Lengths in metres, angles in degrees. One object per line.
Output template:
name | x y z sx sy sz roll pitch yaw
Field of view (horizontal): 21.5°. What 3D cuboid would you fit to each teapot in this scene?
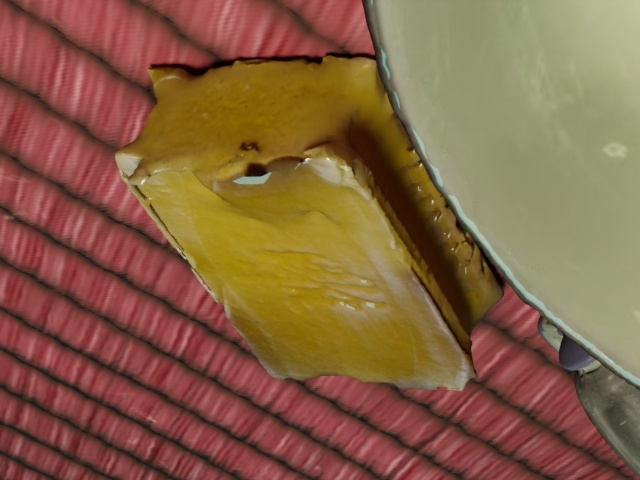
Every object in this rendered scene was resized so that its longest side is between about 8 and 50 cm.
teapot | 0.185 0.060 0.928 0.108 0.149 0.111 38 108 -11

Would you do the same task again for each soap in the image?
soap | 0.000 -0.001 0.901 0.135 0.076 0.233 1 150 25

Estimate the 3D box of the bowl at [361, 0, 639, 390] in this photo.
bowl | 0.205 -0.092 0.488 0.354 0.185 0.354 22 144 17
